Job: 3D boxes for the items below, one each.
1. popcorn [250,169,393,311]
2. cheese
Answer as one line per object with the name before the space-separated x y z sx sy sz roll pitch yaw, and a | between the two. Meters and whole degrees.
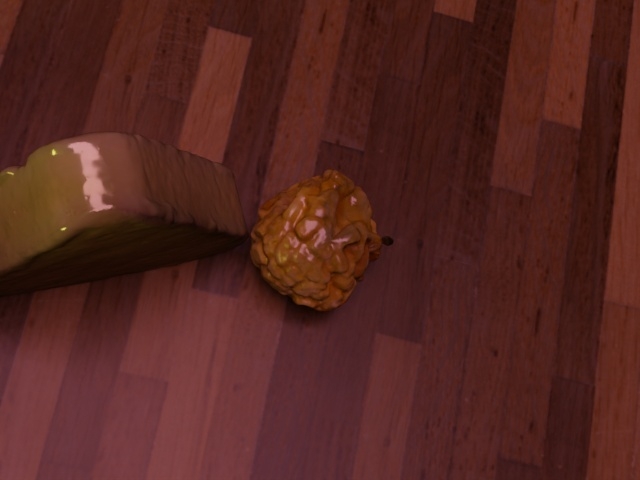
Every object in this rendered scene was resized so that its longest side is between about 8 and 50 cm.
popcorn | 0.000 0.000 1.310 0.170 0.180 0.180 13 68 19
cheese | -0.295 -0.012 1.188 0.383 0.384 0.104 -11 83 -15
